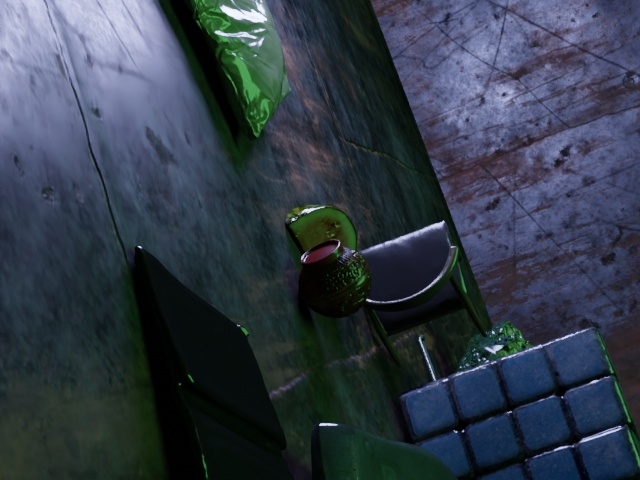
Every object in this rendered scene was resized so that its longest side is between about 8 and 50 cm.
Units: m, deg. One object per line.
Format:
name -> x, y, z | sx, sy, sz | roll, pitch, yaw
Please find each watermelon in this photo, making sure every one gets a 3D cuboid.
watermelon -> -0.005, -0.009, 1.784 | 0.069, 0.087, 0.163 | 29, -22, 42

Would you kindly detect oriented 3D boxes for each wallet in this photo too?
wallet -> -0.076, 0.179, 1.131 | 0.247, 0.041, 0.323 | 50, 19, -59

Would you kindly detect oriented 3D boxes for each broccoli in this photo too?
broccoli -> 0.389, 0.309, 2.538 | 0.265, 0.245, 0.294 | 91, 7, -71

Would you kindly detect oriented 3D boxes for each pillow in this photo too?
pillow -> -0.118, -0.299, 1.696 | 0.274, 0.076, 0.281 | -71, 137, -69

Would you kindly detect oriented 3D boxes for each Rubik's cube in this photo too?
Rubik's cube -> 0.359, 0.380, 1.986 | 0.344, 0.344, 0.337 | 44, 26, -61

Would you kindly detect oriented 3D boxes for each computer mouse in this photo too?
computer mouse -> 0.070, 0.315, 1.359 | 0.371, 0.122, 0.188 | 38, 29, -55

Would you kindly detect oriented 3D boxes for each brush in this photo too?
brush -> 0.219, 0.288, 2.320 | 0.062, 0.027, 0.266 | 55, 14, -50

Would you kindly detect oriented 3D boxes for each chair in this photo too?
chair -> 0.150, 0.069, 2.002 | 0.272, 0.188, 0.166 | 52, 19, -63

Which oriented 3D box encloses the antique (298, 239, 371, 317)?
antique -> 0.019, 0.055, 1.632 | 0.104, 0.104, 0.104 | -21, 90, -78
